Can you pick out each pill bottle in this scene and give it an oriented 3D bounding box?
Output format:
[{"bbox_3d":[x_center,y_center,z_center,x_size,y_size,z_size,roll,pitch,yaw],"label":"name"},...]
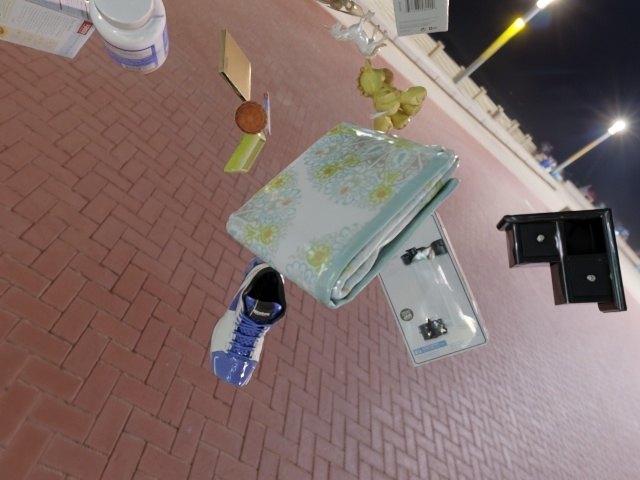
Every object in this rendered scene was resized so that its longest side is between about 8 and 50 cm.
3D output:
[{"bbox_3d":[-0.421,-0.485,0.998,0.152,0.152,0.272,43,-10,-13],"label":"pill bottle"}]

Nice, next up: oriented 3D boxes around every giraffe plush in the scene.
[{"bbox_3d":[0.181,-0.432,1.319,0.210,0.181,0.171,-11,63,-41],"label":"giraffe plush"}]

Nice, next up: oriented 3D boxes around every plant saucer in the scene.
[{"bbox_3d":[-0.174,-0.306,1.125,0.083,0.083,0.013,38,1,-22],"label":"plant saucer"},{"bbox_3d":[-0.248,-0.302,1.539,0.045,0.188,0.188,32,7,-3],"label":"plant saucer"}]

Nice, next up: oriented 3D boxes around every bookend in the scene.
[{"bbox_3d":[0.373,0.036,0.712,0.072,0.157,0.156,45,43,-74],"label":"bookend"}]

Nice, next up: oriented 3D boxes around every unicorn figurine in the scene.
[{"bbox_3d":[0.097,-0.518,1.128,0.162,0.111,0.060,40,13,-29],"label":"unicorn figurine"}]

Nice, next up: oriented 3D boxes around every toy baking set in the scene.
[{"bbox_3d":[0.036,-0.714,1.339,0.196,0.030,0.256,30,24,17],"label":"toy baking set"}]

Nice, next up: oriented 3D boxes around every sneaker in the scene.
[{"bbox_3d":[-0.166,0.183,1.039,0.127,0.316,0.182,22,-4,-11],"label":"sneaker"}]

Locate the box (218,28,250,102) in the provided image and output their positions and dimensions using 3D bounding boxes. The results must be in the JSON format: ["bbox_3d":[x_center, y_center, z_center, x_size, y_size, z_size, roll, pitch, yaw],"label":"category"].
[{"bbox_3d":[-0.288,-0.587,1.529,0.164,0.021,0.201,45,35,-56],"label":"box"}]

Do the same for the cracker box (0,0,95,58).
[{"bbox_3d":[-0.674,-0.524,1.052,0.232,0.155,0.067,-2,75,-51],"label":"cracker box"}]

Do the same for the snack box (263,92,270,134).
[{"bbox_3d":[-0.205,-0.486,1.722,0.064,0.022,0.178,88,-3,-52],"label":"snack box"}]

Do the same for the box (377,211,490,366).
[{"bbox_3d":[0.225,0.100,0.963,0.087,0.169,0.290,-1,69,-69],"label":"box"}]

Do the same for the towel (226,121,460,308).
[{"bbox_3d":[0.040,-0.076,0.868,0.320,0.374,0.090,29,-25,44],"label":"towel"}]

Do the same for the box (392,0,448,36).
[{"bbox_3d":[0.195,-0.469,0.873,0.102,0.101,0.087,58,34,-62],"label":"box"}]
